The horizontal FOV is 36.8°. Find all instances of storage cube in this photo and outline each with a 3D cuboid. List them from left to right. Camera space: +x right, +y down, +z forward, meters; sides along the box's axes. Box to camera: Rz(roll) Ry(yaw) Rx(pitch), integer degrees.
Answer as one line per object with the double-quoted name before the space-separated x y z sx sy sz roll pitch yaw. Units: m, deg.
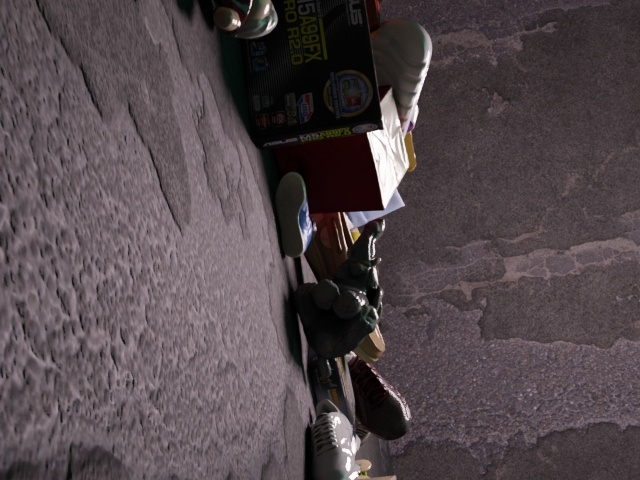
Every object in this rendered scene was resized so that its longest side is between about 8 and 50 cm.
"storage cube" 0.042 -0.175 1.840 0.215 0.193 0.183 -56 138 -52

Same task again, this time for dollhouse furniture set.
"dollhouse furniture set" 0.147 -0.134 2.496 0.198 0.286 0.303 -104 170 -60

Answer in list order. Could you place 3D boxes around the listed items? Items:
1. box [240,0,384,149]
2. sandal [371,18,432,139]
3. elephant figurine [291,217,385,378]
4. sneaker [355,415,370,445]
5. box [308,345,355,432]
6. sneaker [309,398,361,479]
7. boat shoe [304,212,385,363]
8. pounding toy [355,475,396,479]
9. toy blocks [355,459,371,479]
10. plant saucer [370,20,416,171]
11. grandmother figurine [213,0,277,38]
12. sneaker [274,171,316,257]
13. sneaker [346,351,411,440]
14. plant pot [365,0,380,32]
"box" -0.019 -0.301 1.606 0.060 0.216 0.270 53 29 -76
"sandal" 0.127 -0.262 1.948 0.102 0.169 0.416 -35 161 -47
"elephant figurine" 0.059 0.101 1.799 0.169 0.186 0.239 53 31 -9
"sneaker" 0.084 0.404 2.186 0.222 0.083 0.118 -77 174 -50
"box" 0.026 0.287 1.924 0.183 0.056 0.231 -86 166 -64
"sneaker" 0.014 0.356 1.657 0.235 0.090 0.094 -88 155 -79
"boat shoe" 0.060 0.083 1.916 0.341 0.110 0.121 64 13 -9
"pounding toy" 0.095 0.551 1.927 0.100 0.130 0.141 4 77 -72
"toy blocks" 0.102 0.594 2.192 0.123 0.054 0.148 -79 159 -72
"plant saucer" 0.047 -0.304 2.187 0.081 0.333 0.332 -16 100 -41
"grandmother figurine" -0.127 -0.365 1.262 0.342 0.104 0.207 55 35 -71
"sneaker" -0.044 -0.048 1.736 0.084 0.058 0.152 -26 112 -78
"sneaker" 0.081 0.299 2.072 0.281 0.106 0.162 50 -5 39
"plant pot" -0.012 -0.491 1.864 0.267 0.236 0.267 -83 163 -68
